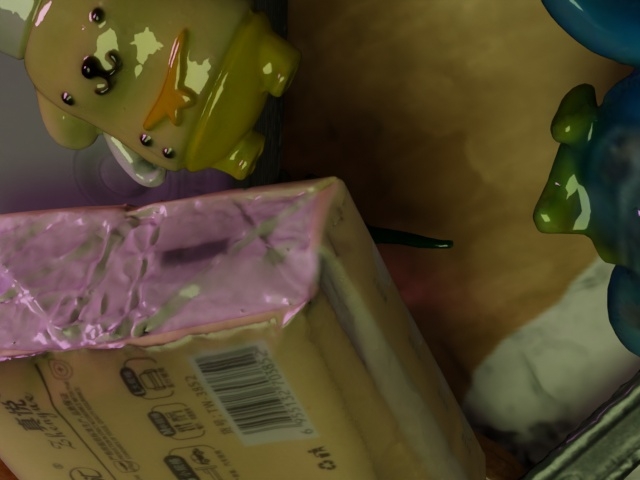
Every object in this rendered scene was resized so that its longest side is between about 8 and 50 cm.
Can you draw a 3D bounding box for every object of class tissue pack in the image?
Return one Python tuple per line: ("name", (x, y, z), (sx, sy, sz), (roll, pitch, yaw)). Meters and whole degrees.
("tissue pack", (-0.042, 0.073, 0.802), (0.186, 0.090, 0.222), (-8, 142, 20))

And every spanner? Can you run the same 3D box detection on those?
("spanner", (0.114, 0.113, 0.874), (0.071, 0.017, 0.302), (39, 109, -12))

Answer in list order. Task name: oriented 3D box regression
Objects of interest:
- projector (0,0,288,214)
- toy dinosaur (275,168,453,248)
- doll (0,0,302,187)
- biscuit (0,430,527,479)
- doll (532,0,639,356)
("projector", (-0.109, -0.130, 0.780), (0.192, 0.099, 0.257), (8, 123, 9))
("toy dinosaur", (-0.001, 0.000, 0.851), (0.119, 0.060, 0.029), (14, 128, 9))
("doll", (-0.090, -0.080, 0.709), (0.162, 0.062, 0.106), (24, 119, 0))
("biscuit", (-0.039, 0.099, 0.930), (0.324, 0.049, 0.205), (20, 125, 3))
("doll", (0.219, -0.056, 0.701), (0.346, 0.099, 0.341), (43, 134, 1))
